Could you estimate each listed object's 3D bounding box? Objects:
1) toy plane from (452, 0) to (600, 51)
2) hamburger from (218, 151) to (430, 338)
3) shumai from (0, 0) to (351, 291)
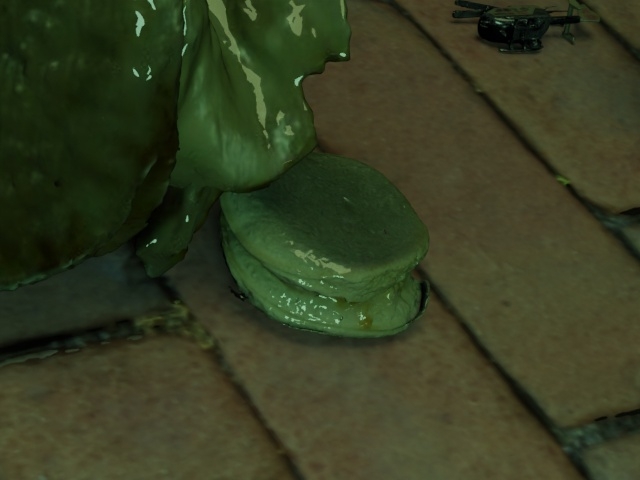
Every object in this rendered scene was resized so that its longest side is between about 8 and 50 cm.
[{"bbox_3d":[0.165,-0.171,1.469,0.121,0.031,0.049,-4,32,-19],"label":"toy plane"},{"bbox_3d":[0.000,0.000,1.166,0.133,0.062,0.140,-8,41,-33],"label":"hamburger"},{"bbox_3d":[-0.153,-0.125,1.134,0.330,0.292,0.288,-5,18,30],"label":"shumai"}]
